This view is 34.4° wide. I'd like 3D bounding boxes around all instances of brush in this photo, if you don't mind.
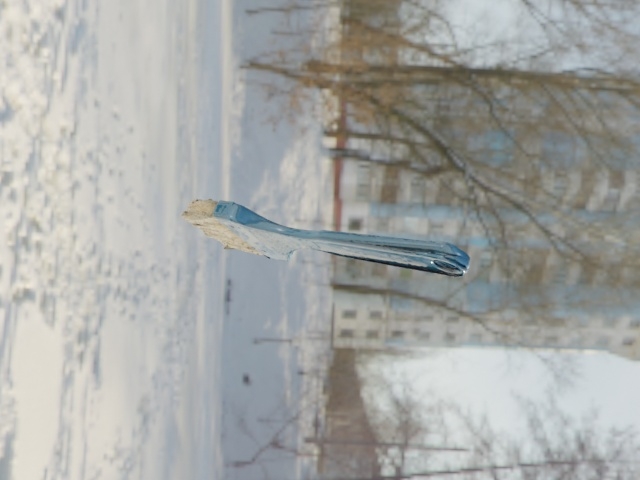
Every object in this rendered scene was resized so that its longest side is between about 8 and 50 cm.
[{"bbox_3d":[0.000,0.000,0.491,0.051,0.164,0.014,37,69,-47],"label":"brush"}]
